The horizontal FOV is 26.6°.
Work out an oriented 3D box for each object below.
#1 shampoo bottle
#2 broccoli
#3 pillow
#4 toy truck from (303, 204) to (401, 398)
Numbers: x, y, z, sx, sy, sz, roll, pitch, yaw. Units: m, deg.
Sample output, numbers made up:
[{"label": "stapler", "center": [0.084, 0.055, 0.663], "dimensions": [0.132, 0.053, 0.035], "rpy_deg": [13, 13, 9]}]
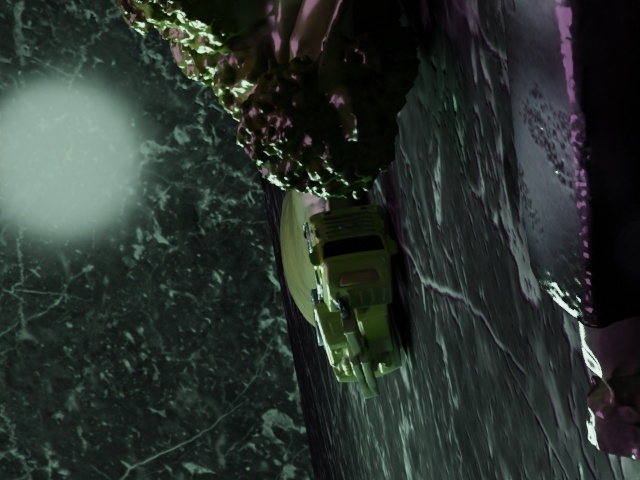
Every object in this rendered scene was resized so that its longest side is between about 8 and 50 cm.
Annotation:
[{"label": "shampoo bottle", "center": [0.094, -0.023, 0.421], "dimensions": [0.063, 0.057, 0.208], "rpy_deg": [-129, 25, -63]}, {"label": "broccoli", "center": [-0.031, -0.151, 0.805], "dimensions": [0.302, 0.186, 0.254], "rpy_deg": [-101, 8, -80]}, {"label": "pillow", "center": [0.000, 0.000, 1.401], "dimensions": [0.302, 0.075, 0.185], "rpy_deg": [128, 133, -82]}, {"label": "toy truck", "center": [0.032, 0.059, 1.165], "dimensions": [0.100, 0.077, 0.169], "rpy_deg": [-102, 6, -46]}]
